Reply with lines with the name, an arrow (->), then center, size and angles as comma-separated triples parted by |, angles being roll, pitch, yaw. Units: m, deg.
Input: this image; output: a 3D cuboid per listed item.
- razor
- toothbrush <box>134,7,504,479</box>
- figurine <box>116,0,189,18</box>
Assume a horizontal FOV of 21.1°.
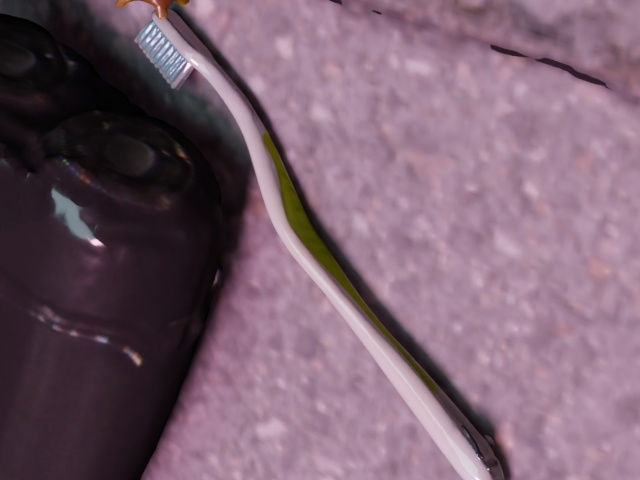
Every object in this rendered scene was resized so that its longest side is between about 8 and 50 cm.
razor -> -0.160, 0.065, 0.817 | 0.189, 0.107, 0.327 | 41, 123, 25
toothbrush -> 0.000, 0.000, 0.729 | 0.026, 0.022, 0.263 | -45, 71, 22
figurine -> -0.053, -0.212, 0.649 | 0.189, 0.142, 0.263 | -140, 49, -64
